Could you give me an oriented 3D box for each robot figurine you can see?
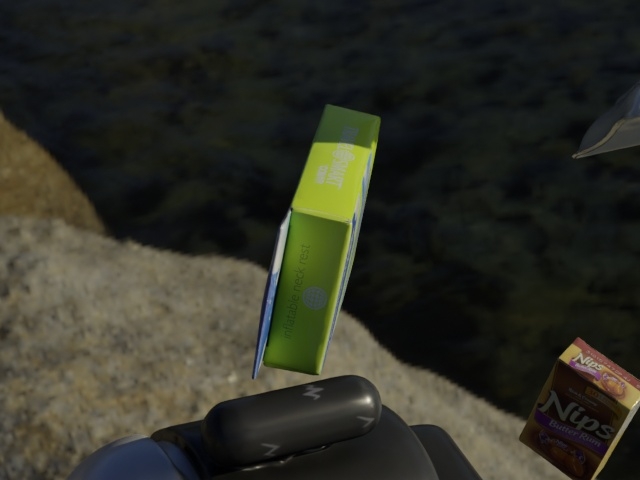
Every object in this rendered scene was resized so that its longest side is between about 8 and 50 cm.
[{"bbox_3d":[-0.029,0.190,0.868,0.278,0.209,0.173,-5,-3,-27],"label":"robot figurine"}]

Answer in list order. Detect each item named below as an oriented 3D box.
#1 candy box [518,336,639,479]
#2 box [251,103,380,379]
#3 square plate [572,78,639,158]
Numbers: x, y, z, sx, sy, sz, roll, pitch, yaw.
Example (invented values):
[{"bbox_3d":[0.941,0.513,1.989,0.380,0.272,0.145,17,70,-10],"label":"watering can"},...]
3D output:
[{"bbox_3d":[0.326,0.218,1.800,0.109,0.187,0.053,36,51,19],"label":"candy box"},{"bbox_3d":[0.000,0.000,0.880,0.042,0.109,0.178,12,28,3],"label":"box"},{"bbox_3d":[0.417,-0.152,1.334,0.347,0.049,0.344,-14,-2,2],"label":"square plate"}]
